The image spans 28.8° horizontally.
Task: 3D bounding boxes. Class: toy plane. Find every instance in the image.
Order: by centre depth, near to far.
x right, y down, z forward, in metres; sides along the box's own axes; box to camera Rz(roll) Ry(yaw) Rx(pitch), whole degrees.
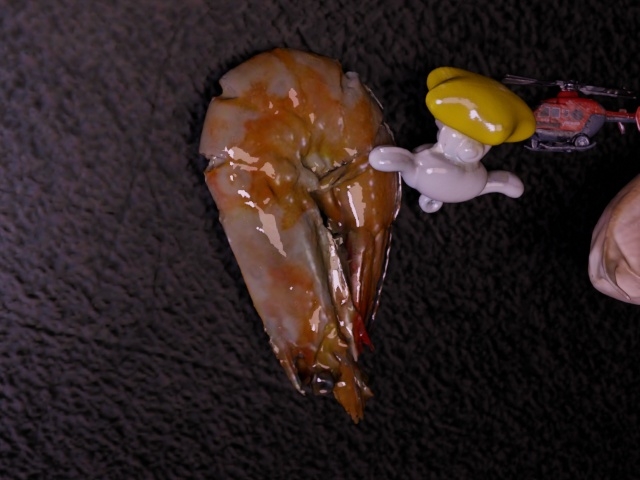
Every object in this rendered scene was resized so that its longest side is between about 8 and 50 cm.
[{"bbox_3d":[0.209,-0.100,0.987,0.145,0.037,0.060,0,92,-12],"label":"toy plane"}]

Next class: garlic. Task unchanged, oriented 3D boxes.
[{"bbox_3d":[0.315,0.003,0.976,0.245,0.164,0.145,-1,119,-11],"label":"garlic"}]

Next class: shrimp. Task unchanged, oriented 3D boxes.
[{"bbox_3d":[0.000,0.000,0.936,0.154,0.062,0.294,-17,106,-21],"label":"shrimp"}]

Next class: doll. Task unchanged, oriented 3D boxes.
[{"bbox_3d":[0.113,-0.066,0.945,0.113,0.071,0.135,-45,129,10],"label":"doll"}]
